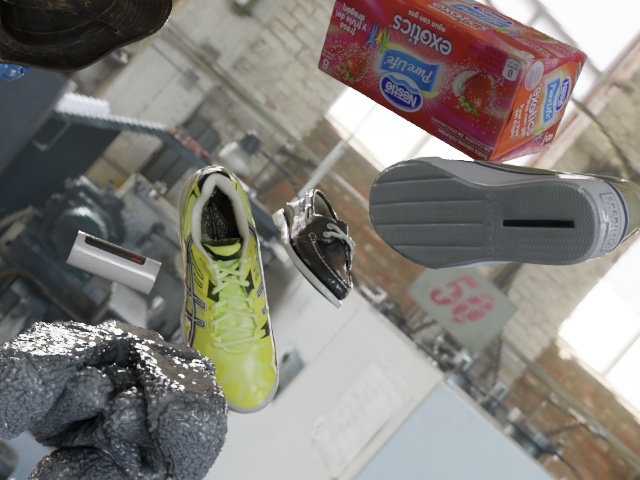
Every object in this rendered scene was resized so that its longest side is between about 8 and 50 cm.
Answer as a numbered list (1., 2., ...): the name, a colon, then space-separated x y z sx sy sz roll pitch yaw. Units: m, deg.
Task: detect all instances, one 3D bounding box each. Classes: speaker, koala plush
1. speaker: -0.315 0.035 1.571 0.136 0.055 0.055 23 3 -11
2. koala plush: -0.192 0.194 0.875 0.196 0.221 0.203 14 7 -6

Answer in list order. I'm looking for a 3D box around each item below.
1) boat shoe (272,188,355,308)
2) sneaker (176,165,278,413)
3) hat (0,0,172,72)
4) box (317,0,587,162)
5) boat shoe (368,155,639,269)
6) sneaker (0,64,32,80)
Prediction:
1. boat shoe: 0.000 0.000 1.539 0.114 0.091 0.302 49 5 -29
2. sneaker: -0.151 0.074 1.549 0.147 0.145 0.384 128 -52 -80
3. hat: -0.393 -0.395 1.550 0.331 0.331 0.134 41 -33 35
4. box: 0.138 -0.195 1.121 0.257 0.122 0.128 35 33 31
5. boat shoe: 0.169 -0.023 0.972 0.094 0.109 0.302 -5 10 -38
6. sneaker: -0.558 -0.342 1.786 0.126 0.091 0.240 23 32 -24
